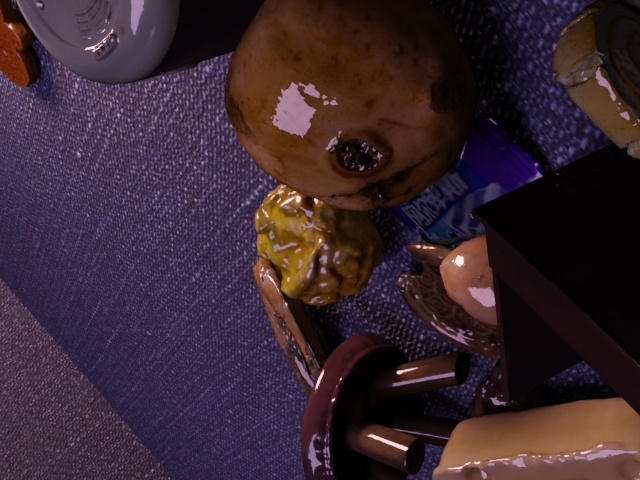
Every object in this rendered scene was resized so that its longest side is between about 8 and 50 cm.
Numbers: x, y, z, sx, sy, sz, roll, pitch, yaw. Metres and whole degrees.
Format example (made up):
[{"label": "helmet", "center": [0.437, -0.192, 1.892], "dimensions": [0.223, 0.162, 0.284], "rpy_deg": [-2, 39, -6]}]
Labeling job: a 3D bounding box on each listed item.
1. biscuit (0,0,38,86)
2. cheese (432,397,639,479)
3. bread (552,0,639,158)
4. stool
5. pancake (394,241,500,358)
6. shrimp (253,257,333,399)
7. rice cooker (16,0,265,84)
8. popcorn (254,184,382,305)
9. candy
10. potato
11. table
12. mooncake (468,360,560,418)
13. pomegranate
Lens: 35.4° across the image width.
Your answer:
[{"label": "biscuit", "center": [-0.582, -0.382, 1.830], "dimensions": [0.180, 0.039, 0.236], "rpy_deg": [31, 148, 25]}, {"label": "cheese", "center": [0.359, 0.308, 1.227], "dimensions": [0.384, 0.104, 0.383], "rpy_deg": [19, 139, 17]}, {"label": "bread", "center": [0.272, -0.136, 0.857], "dimensions": [0.156, 0.117, 0.064], "rpy_deg": [50, 150, -1]}, {"label": "stool", "center": [0.113, 0.279, 1.456], "dimensions": [0.179, 0.272, 0.272], "rpy_deg": [6, 131, 34]}, {"label": "pancake", "center": [0.191, 0.082, 1.307], "dimensions": [0.212, 0.029, 0.235], "rpy_deg": [31, 155, 16]}, {"label": "shrimp", "center": [0.013, 0.225, 1.611], "dimensions": [0.445, 0.085, 0.272], "rpy_deg": [63, 174, -16]}, {"label": "rice cooker", "center": [-0.175, -0.323, 1.092], "dimensions": [0.288, 0.277, 0.288], "rpy_deg": [21, 124, 34]}, {"label": "popcorn", "center": [0.003, -0.004, 1.368], "dimensions": [0.197, 0.156, 0.197], "rpy_deg": [45, 145, 45]}, {"label": "candy", "center": [0.159, -0.058, 1.167], "dimensions": [0.145, 0.070, 0.275], "rpy_deg": [46, 151, -13]}, {"label": "potato", "center": [0.212, 0.042, 1.143], "dimensions": [0.147, 0.112, 0.112], "rpy_deg": [-14, 120, 18]}, {"label": "table", "center": [0.302, 0.097, 0.947], "dimensions": [0.250, 0.196, 0.282], "rpy_deg": [49, 160, 46]}, {"label": "mooncake", "center": [0.263, 0.235, 1.367], "dimensions": [0.125, 0.073, 0.130], "rpy_deg": [37, 146, 22]}, {"label": "pomegranate", "center": [0.032, -0.155, 1.029], "dimensions": [0.260, 0.260, 0.260], "rpy_deg": [34, 148, 25]}]
